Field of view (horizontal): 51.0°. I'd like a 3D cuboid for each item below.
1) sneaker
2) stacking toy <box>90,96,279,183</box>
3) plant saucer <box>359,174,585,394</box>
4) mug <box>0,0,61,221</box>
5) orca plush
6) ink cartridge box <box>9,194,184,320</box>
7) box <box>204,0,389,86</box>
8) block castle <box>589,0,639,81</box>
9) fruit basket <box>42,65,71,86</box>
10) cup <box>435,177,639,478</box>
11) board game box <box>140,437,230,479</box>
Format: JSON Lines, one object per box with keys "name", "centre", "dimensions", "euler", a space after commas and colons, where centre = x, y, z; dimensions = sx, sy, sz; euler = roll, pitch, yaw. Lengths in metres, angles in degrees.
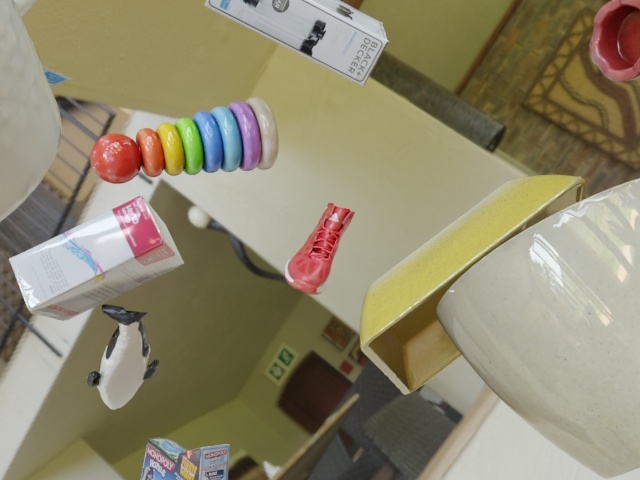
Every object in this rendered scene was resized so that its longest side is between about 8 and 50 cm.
{"name": "sneaker", "centre": [0.000, 0.000, 1.221], "dimensions": [0.221, 0.087, 0.128], "euler": [-75, 7, -65]}
{"name": "stacking toy", "centre": [-0.250, -0.175, 1.227], "dimensions": [0.330, 0.141, 0.141], "euler": [-12, -35, -22]}
{"name": "plant saucer", "centre": [0.202, 0.060, 0.937], "dimensions": [0.333, 0.081, 0.333], "euler": [-38, -28, -1]}
{"name": "mug", "centre": [-0.347, -0.206, 0.491], "dimensions": [0.374, 0.276, 0.328], "euler": [-51, -26, -31]}
{"name": "orca plush", "centre": [-0.429, 0.224, 1.401], "dimensions": [0.151, 0.102, 0.287], "euler": [-21, -41, -24]}
{"name": "ink cartridge box", "centre": [-0.482, 0.046, 1.483], "dimensions": [0.306, 0.131, 0.226], "euler": [-25, -11, -7]}
{"name": "box", "centre": [-0.035, -0.382, 1.135], "dimensions": [0.087, 0.290, 0.169], "euler": [-60, 14, 26]}
{"name": "block castle", "centre": [0.325, -0.419, 0.653], "dimensions": [0.213, 0.453, 0.303], "euler": [-9, -19, -21]}
{"name": "fruit basket", "centre": [-0.761, -0.316, 1.389], "dimensions": [0.327, 0.353, 0.165], "euler": [16, -115, -73]}
{"name": "cup", "centre": [0.329, 0.117, 0.742], "dimensions": [0.331, 0.236, 0.331], "euler": [-20, -24, -9]}
{"name": "board game box", "centre": [-0.219, 0.405, 1.098], "dimensions": [0.060, 0.194, 0.194], "euler": [9, -83, -45]}
